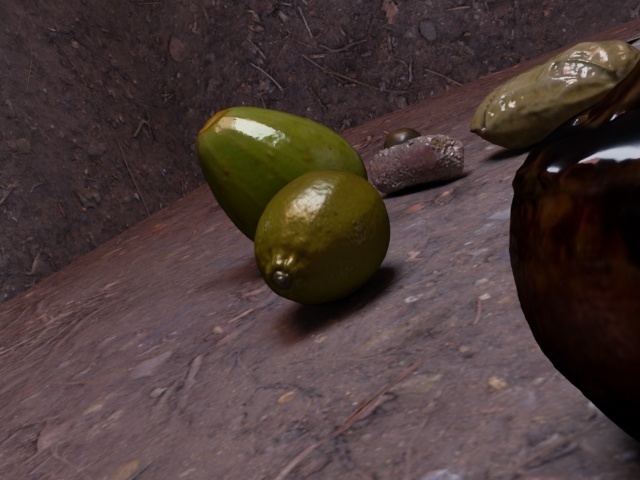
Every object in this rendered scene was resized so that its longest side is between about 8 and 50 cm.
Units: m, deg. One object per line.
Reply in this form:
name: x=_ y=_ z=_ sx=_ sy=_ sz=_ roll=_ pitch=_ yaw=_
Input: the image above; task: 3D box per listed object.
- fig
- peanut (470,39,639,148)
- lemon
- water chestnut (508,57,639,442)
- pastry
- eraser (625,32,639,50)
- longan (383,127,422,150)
fig: x=-0.078 y=-0.120 z=1.335 sx=0.258 sy=0.326 sz=0.258 roll=-54 pitch=9 yaw=12
peanut: x=0.452 y=-0.268 z=1.370 sx=0.340 sy=0.158 sz=0.174 roll=-15 pitch=44 yaw=50
lemon: x=0.000 y=0.000 z=1.000 sx=0.184 sy=0.184 sz=0.248 roll=-13 pitch=27 yaw=39
water chestnut: x=0.260 y=-0.038 z=0.387 sx=0.350 sy=0.302 sz=0.350 roll=-24 pitch=8 yaw=4
pastry: x=0.181 y=-0.157 z=1.494 sx=0.112 sy=0.102 sz=0.265 roll=-10 pitch=-1 yaw=-27
eraser: x=0.801 y=-0.455 z=1.639 sx=0.404 sy=0.096 sz=0.098 roll=-33 pitch=17 yaw=-36
longan: x=0.208 y=-0.221 z=1.756 sx=0.106 sy=0.106 sz=0.119 roll=-14 pitch=-24 yaw=36
